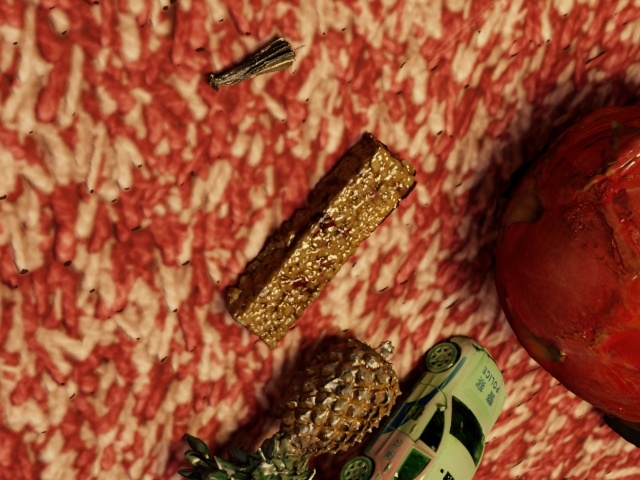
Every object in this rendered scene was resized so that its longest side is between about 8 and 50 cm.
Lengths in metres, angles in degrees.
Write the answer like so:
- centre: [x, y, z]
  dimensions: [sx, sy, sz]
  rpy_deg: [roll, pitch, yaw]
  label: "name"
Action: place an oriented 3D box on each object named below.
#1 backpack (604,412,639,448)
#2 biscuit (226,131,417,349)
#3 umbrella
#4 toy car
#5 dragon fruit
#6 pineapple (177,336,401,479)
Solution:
- centre: [0.351, 0.135, 1.622]
  dimensions: [0.106, 0.120, 0.165]
  rpy_deg: [16, 91, -37]
  label: "backpack"
- centre: [0.000, 0.000, 1.404]
  dimensions: [0.199, 0.034, 0.064]
  rpy_deg: [-49, 128, 3]
  label: "biscuit"
- centre: [-0.050, -0.138, 1.311]
  dimensions: [0.083, 0.020, 0.031]
  rpy_deg: [-29, 166, -12]
  label: "umbrella"
- centre: [0.100, 0.192, 1.512]
  dimensions: [0.224, 0.076, 0.090]
  rpy_deg: [-52, 128, -18]
  label: "toy car"
- centre: [0.308, 0.018, 1.439]
  dimensions: [0.295, 0.302, 0.295]
  rpy_deg: [-11, 106, -40]
  label: "dragon fruit"
- centre: [-0.020, 0.160, 1.451]
  dimensions: [0.221, 0.083, 0.103]
  rpy_deg: [-41, 106, -7]
  label: "pineapple"
